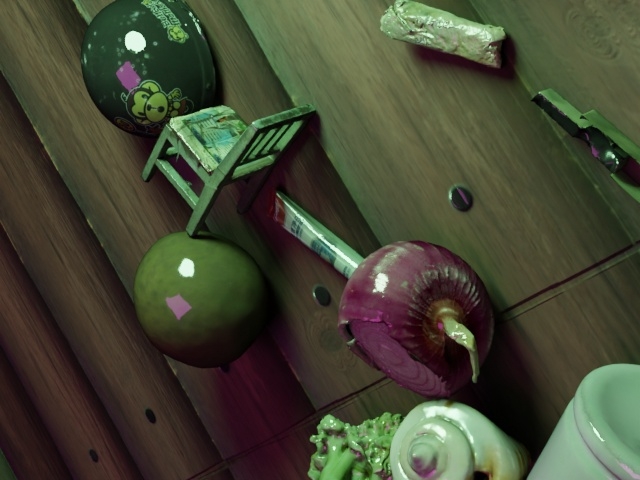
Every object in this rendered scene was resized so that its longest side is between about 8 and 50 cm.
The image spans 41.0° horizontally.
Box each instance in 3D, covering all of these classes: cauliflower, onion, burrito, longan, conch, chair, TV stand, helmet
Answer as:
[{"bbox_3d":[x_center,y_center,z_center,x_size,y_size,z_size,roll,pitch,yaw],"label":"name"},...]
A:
[{"bbox_3d":[0.084,0.405,1.254,0.327,0.281,0.260,46,161,30],"label":"cauliflower"},{"bbox_3d":[0.133,0.093,1.128,0.207,0.200,0.200,26,127,5],"label":"onion"},{"bbox_3d":[0.152,-0.258,1.061,0.171,0.042,0.051,27,114,31],"label":"burrito"},{"bbox_3d":[-0.201,0.099,1.424,0.248,0.248,0.248,19,120,37],"label":"longan"},{"bbox_3d":[0.189,0.265,1.119,0.158,0.255,0.127,-7,85,30],"label":"conch"},{"bbox_3d":[-0.150,-0.150,1.321,0.147,0.136,0.270,50,135,13],"label":"chair"},{"bbox_3d":[0.339,-0.088,0.962,0.249,0.036,0.042,47,134,19],"label":"TV stand"},{"bbox_3d":[-0.304,-0.286,1.393,0.279,0.160,0.230,50,136,13],"label":"helmet"}]

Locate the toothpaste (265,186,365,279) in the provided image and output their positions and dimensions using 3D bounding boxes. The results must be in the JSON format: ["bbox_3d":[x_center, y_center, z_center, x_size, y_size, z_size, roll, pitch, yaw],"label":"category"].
[{"bbox_3d":[0.000,0.000,1.319,0.239,0.039,0.062,39,137,28],"label":"toothpaste"}]

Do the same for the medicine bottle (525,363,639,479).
[{"bbox_3d":[0.342,0.323,1.019,0.202,0.202,0.316,36,129,26],"label":"medicine bottle"}]
